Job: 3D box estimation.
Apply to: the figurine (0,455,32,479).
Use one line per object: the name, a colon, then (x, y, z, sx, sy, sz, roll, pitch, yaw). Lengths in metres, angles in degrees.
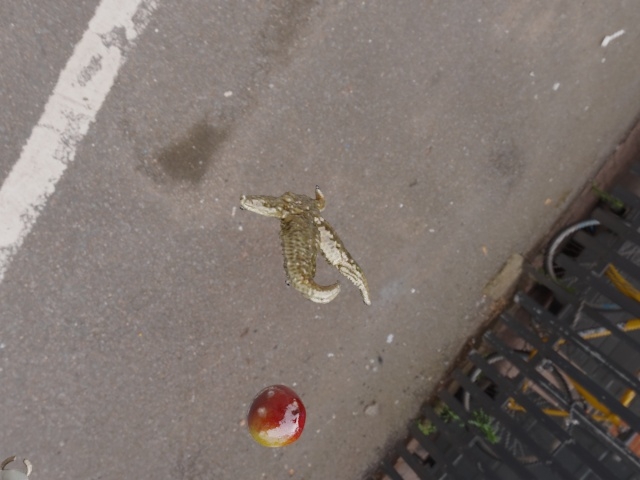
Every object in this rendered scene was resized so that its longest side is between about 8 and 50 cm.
figurine: (-0.692, 0.550, 1.184, 0.132, 0.153, 0.132, -5, 106, -16)

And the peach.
peach: (-0.127, 0.524, 1.601, 0.197, 0.197, 0.197, -27, 139, -26)

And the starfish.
starfish: (0.000, 0.000, 1.116, 0.082, 0.324, 0.432, -41, 167, 14)
